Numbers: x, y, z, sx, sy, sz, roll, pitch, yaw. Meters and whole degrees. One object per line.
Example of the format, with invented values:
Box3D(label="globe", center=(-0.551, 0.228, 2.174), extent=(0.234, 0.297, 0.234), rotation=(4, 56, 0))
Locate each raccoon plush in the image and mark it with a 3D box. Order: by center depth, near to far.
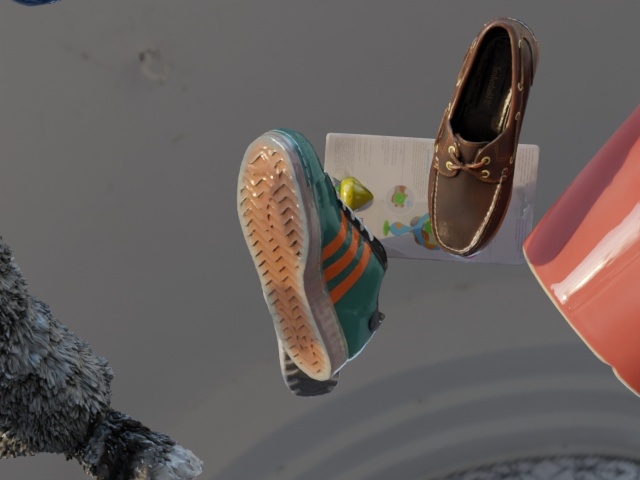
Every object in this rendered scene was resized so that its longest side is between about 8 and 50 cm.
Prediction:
Box3D(label="raccoon plush", center=(-0.355, 0.151, 1.635), extent=(0.446, 0.216, 0.299), rotation=(14, -39, 8))

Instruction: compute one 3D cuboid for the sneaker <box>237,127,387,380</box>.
Box3D(label="sneaker", center=(0.000, 0.000, 1.272), extent=(0.121, 0.108, 0.302), rotation=(-37, -47, -32))

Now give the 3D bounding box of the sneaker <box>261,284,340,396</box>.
Box3D(label="sneaker", center=(-0.028, 0.060, 1.555), extent=(0.105, 0.115, 0.281), rotation=(-2, -62, -8))

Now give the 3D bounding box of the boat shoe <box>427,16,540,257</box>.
Box3D(label="boat shoe", center=(0.130, -0.085, 1.010), extent=(0.073, 0.073, 0.207), rotation=(-18, -60, -71))

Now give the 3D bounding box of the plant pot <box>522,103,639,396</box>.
Box3D(label="plant pot", center=(0.336, 0.000, 1.093), extent=(0.243, 0.275, 0.275), rotation=(-42, -36, 16))

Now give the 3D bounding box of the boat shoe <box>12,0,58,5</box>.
Box3D(label="boat shoe", center=(-0.187, -0.298, 1.133), extent=(0.258, 0.089, 0.109), rotation=(-12, -13, -4))

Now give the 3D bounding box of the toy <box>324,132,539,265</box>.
Box3D(label="toy", center=(0.120, -0.049, 1.368), extent=(0.237, 0.056, 0.137), rotation=(3, -79, -4))
